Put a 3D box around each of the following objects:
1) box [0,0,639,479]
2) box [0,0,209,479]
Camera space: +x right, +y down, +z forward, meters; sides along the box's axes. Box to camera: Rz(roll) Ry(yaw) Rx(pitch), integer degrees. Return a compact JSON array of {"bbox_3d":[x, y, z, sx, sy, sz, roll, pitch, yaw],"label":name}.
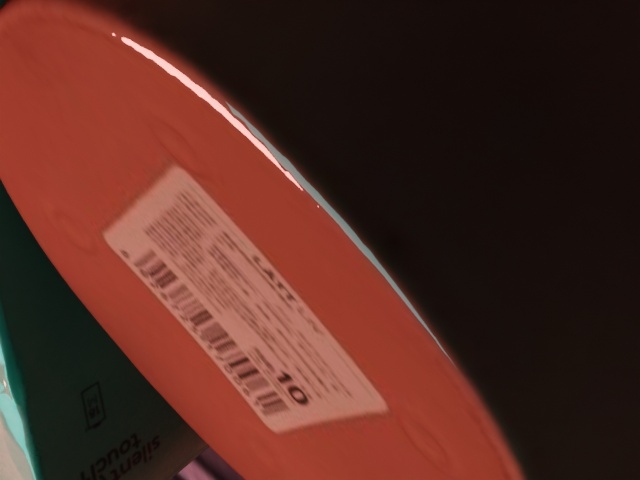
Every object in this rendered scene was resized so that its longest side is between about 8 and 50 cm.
[{"bbox_3d":[0.040,-0.040,0.459,0.301,0.216,0.301,40,158,20],"label":"box"},{"bbox_3d":[-0.107,-0.044,0.603,0.118,0.205,0.311,16,125,34],"label":"box"}]
